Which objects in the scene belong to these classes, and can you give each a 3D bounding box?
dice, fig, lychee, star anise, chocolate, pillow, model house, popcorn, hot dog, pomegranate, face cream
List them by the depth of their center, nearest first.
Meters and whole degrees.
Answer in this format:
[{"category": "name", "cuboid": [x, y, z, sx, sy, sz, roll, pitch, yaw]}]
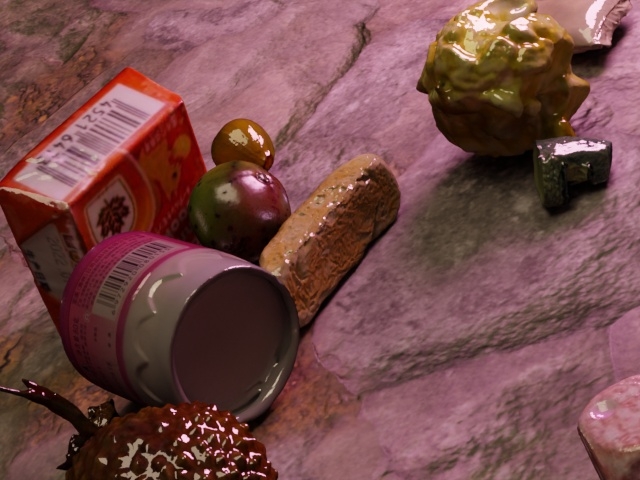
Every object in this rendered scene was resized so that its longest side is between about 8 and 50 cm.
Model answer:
[{"category": "dice", "cuboid": [0.265, 0.169, 1.352, 0.094, 0.093, 0.091, -29, 30, -1]}, {"category": "lychee", "cuboid": [-0.132, 0.229, 1.471, 0.200, 0.200, 0.238, -25, 43, 3]}, {"category": "star anise", "cuboid": [-0.225, 0.176, 1.673, 0.140, 0.144, 0.158, -32, 29, -25]}, {"category": "face cream", "cuboid": [-0.143, 0.088, 1.703, 0.175, 0.175, 0.195, -42, 34, -25]}, {"category": "model house", "cuboid": [0.268, -0.075, 1.769, 0.083, 0.066, 0.079, -6, 21, 1]}, {"category": "hot dog", "cuboid": [0.000, 0.000, 1.823, 0.073, 0.084, 0.242, -1, 39, 43]}, {"category": "popcorn", "cuboid": [0.200, -0.174, 1.846, 0.167, 0.185, 0.187, -33, 25, -5]}, {"category": "pomegranate", "cuboid": [-0.091, -0.026, 1.908, 0.130, 0.130, 0.130, -19, 31, 12]}, {"category": "chocolate", "cuboid": [-0.226, -0.034, 1.913, 0.108, 0.235, 0.237, 16, 48, 33]}, {"category": "pillow", "cuboid": [0.277, -0.260, 2.036, 0.208, 0.053, 0.119, -1, 37, 42]}, {"category": "fig", "cuboid": [-0.090, -0.108, 2.067, 0.074, 0.074, 0.088, -40, 47, -21]}]
